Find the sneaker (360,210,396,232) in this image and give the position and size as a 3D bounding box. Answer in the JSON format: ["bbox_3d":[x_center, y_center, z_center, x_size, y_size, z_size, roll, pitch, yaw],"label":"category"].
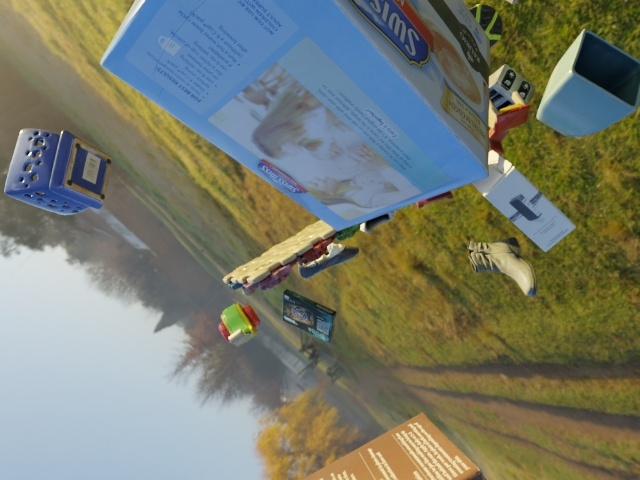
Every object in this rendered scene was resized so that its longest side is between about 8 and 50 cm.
[{"bbox_3d":[0.265,-0.151,1.652,0.122,0.330,0.146,37,-167,-30],"label":"sneaker"}]

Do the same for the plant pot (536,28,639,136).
[{"bbox_3d":[0.906,-0.508,1.532,0.247,0.247,0.252,30,153,0],"label":"plant pot"}]

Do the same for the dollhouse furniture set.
[{"bbox_3d":[0.442,-0.268,1.328,0.201,0.373,0.152,71,180,-53],"label":"dollhouse furniture set"}]

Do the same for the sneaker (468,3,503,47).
[{"bbox_3d":[0.288,-0.462,1.168,0.145,0.384,0.147,63,-178,-6],"label":"sneaker"}]

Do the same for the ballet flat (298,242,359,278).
[{"bbox_3d":[0.020,0.051,1.366,0.074,0.203,0.074,-25,-90,-85],"label":"ballet flat"}]

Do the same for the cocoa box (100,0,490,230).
[{"bbox_3d":[0.001,-0.207,0.486,0.347,0.228,0.231,33,144,-33],"label":"cocoa box"}]

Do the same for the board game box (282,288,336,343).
[{"bbox_3d":[-0.040,0.244,1.420,0.186,0.026,0.126,22,128,21],"label":"board game box"}]

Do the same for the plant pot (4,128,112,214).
[{"bbox_3d":[-0.845,-0.226,1.465,0.211,0.236,0.236,0,165,19],"label":"plant pot"}]

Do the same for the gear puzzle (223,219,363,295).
[{"bbox_3d":[0.000,0.000,0.762,0.175,0.338,0.044,-10,109,61],"label":"gear puzzle"}]

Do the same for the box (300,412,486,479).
[{"bbox_3d":[0.061,0.448,0.678,0.191,0.380,0.143,-162,50,-77],"label":"box"}]

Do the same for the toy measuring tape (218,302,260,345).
[{"bbox_3d":[-0.236,0.231,1.232,0.121,0.121,0.330,40,170,5],"label":"toy measuring tape"}]

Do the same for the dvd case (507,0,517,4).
[{"bbox_3d":[0.538,-0.763,1.179,0.018,0.165,0.222,9,124,8],"label":"dvd case"}]

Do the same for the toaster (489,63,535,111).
[{"bbox_3d":[0.728,-0.587,1.775,0.168,0.110,0.185,34,160,-10],"label":"toaster"}]

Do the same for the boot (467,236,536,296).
[{"bbox_3d":[0.550,0.087,1.360,0.247,0.160,0.084,-92,-7,-51],"label":"boot"}]

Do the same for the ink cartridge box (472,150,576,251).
[{"bbox_3d":[0.584,-0.121,1.307,0.272,0.114,0.197,39,-160,-14],"label":"ink cartridge box"}]
